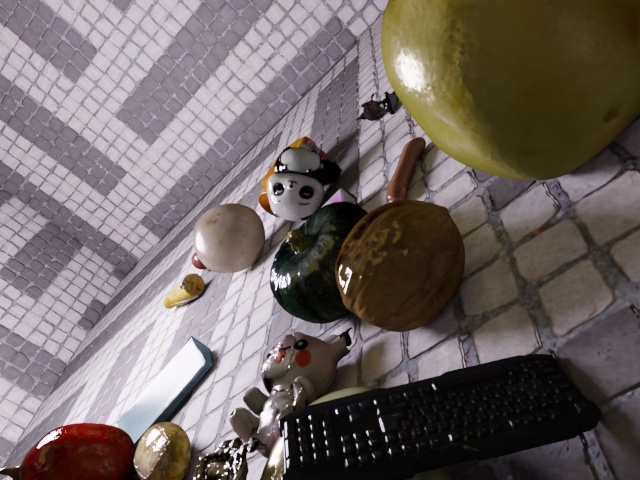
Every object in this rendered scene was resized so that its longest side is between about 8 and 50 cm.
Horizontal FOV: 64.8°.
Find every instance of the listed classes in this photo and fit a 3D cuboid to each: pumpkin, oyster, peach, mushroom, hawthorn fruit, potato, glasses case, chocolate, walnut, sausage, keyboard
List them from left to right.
[{"bbox_3d":[-0.490,0.463,0.988,0.215,0.250,0.215,-41,42,52],"label":"hawthorn fruit"},{"bbox_3d":[-0.278,0.383,0.899,0.171,0.080,0.107,-8,44,54],"label":"potato"},{"bbox_3d":[-0.345,0.355,1.150,0.266,0.056,0.105,-49,44,0],"label":"glasses case"},{"bbox_3d":[-0.455,0.177,1.653,0.219,0.086,0.085,-33,26,47],"label":"chocolate"},{"bbox_3d":[-0.110,0.322,0.541,0.214,0.084,0.222,-85,0,-64],"label":"oyster"},{"bbox_3d":[-0.247,0.003,1.413,0.204,0.204,0.204,-41,22,20],"label":"mushroom"},{"bbox_3d":[0.007,0.033,0.830,0.212,0.152,0.211,-26,35,20],"label":"pumpkin"},{"bbox_3d":[0.105,0.029,0.655,0.184,0.155,0.155,-54,20,0],"label":"walnut"},{"bbox_3d":[0.164,-0.136,0.973,0.043,0.043,0.186,-26,30,47],"label":"sausage"},{"bbox_3d":[0.093,0.154,0.435,0.263,0.016,0.106,-14,25,-1],"label":"keyboard"},{"bbox_3d":[0.233,-0.237,0.631,0.281,0.316,0.313,-41,32,55],"label":"peach"}]

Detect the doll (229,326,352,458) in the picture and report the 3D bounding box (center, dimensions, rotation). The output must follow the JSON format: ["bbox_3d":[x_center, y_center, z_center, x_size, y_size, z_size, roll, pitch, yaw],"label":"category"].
[{"bbox_3d":[-0.036,0.206,0.699,0.149,0.095,0.192,-24,30,38],"label":"doll"}]

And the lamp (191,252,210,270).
[{"bbox_3d":[-0.379,0.057,1.676,0.101,0.090,0.101,-27,-6,-3],"label":"lamp"}]

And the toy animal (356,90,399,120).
[{"bbox_3d":[0.143,-0.360,1.378,0.105,0.070,0.202,-9,2,-16],"label":"toy animal"}]

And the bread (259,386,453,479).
[{"bbox_3d":[0.028,0.243,0.479,0.214,0.104,0.213,-29,27,16],"label":"bread"}]

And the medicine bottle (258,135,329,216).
[{"bbox_3d":[-0.086,-0.178,1.456,0.149,0.112,0.222,-24,32,49],"label":"medicine bottle"}]

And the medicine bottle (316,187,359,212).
[{"bbox_3d":[0.000,0.000,1.055,0.201,0.052,0.171,-43,21,21],"label":"medicine bottle"}]

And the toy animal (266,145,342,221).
[{"bbox_3d":[-0.048,-0.135,1.268,0.138,0.166,0.179,80,-156,-57],"label":"toy animal"}]
